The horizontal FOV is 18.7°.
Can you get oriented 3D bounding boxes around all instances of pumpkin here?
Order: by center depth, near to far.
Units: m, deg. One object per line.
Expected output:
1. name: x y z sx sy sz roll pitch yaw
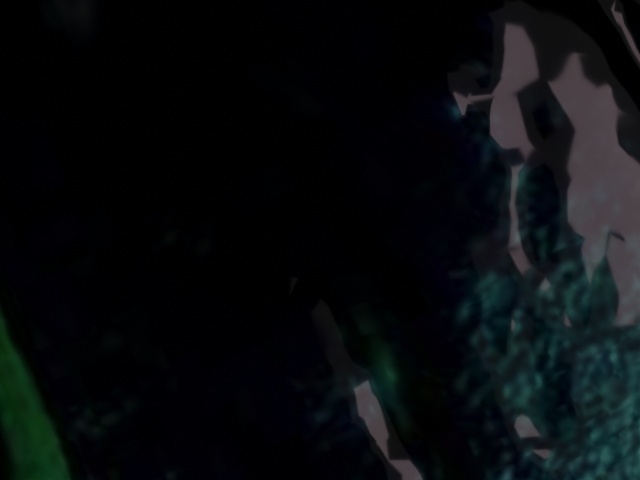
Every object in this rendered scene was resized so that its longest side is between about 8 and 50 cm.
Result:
1. pumpkin: -0.025 0.019 0.489 0.266 0.363 0.363 62 22 -12
